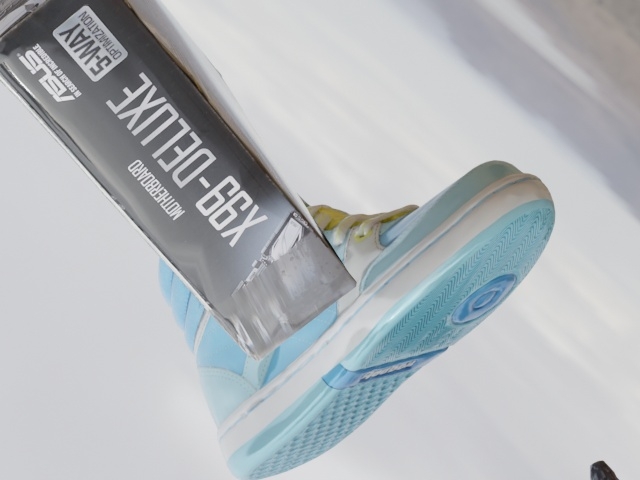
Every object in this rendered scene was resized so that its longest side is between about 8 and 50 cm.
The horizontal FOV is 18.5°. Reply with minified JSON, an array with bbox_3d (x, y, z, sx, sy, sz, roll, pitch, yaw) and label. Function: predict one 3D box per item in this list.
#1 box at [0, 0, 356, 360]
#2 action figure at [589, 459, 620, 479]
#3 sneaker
[{"bbox_3d":[-0.114,-0.099,1.125,0.242,0.076,0.307,51,-177,-32],"label":"box"},{"bbox_3d":[0.230,0.277,1.146,0.330,0.178,0.341,31,-173,38],"label":"action figure"},{"bbox_3d":[0.000,0.000,1.313,0.127,0.319,0.208,-4,-122,-50],"label":"sneaker"}]
